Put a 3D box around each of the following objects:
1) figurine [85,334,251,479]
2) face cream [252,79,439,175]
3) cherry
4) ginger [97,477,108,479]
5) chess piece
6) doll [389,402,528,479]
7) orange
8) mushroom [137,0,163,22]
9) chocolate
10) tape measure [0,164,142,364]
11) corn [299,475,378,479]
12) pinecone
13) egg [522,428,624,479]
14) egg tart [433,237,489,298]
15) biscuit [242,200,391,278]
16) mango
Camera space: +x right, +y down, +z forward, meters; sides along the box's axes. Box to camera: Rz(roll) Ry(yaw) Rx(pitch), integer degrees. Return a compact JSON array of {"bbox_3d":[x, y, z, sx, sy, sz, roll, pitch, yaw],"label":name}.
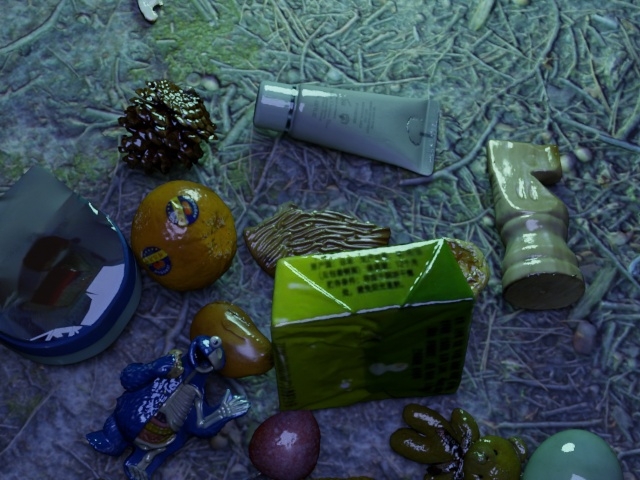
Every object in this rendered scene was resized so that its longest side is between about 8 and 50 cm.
[{"bbox_3d":[-0.229,0.243,1.834,0.262,0.121,0.164,-38,92,11],"label":"figurine"},{"bbox_3d":[0.045,-0.203,2.039,0.315,0.089,0.143,10,69,-5],"label":"face cream"},{"bbox_3d":[-0.076,0.353,1.839,0.107,0.090,0.225,31,92,-11],"label":"cherry"},{"bbox_3d":[-0.397,0.474,1.796,0.290,0.084,0.122,-34,96,-16],"label":"ginger"},{"bbox_3d":[0.340,-0.041,1.972,0.137,0.137,0.300,-4,59,-2],"label":"chess piece"},{"bbox_3d":[0.207,0.324,1.841,0.210,0.097,0.137,21,77,13],"label":"doll"},{"bbox_3d":[-0.217,-0.007,1.912,0.155,0.178,0.177,-23,65,36],"label":"orange"},{"bbox_3d":[-0.302,-0.431,2.148,0.049,0.019,0.101,-2,72,0],"label":"mushroom"},{"bbox_3d":[0.068,0.130,1.807,0.289,0.300,0.137,-8,58,-4],"label":"chocolate"},{"bbox_3d":[-0.415,0.058,1.907,0.262,0.138,0.259,29,74,10],"label":"tape measure"},{"bbox_3d":[-0.036,0.408,1.771,0.322,0.119,0.119,-6,69,-23],"label":"corn"},{"bbox_3d":[-0.258,-0.182,1.992,0.174,0.173,0.173,0,70,-1],"label":"pinecone"},{"bbox_3d":[0.372,0.374,1.792,0.149,0.149,0.192,13,70,4],"label":"egg"},{"bbox_3d":[0.208,0.058,1.957,0.131,0.052,0.130,0,68,-1],"label":"egg tart"},{"bbox_3d":[0.000,0.000,1.988,0.229,0.031,0.176,-22,73,-8],"label":"biscuit"},{"bbox_3d":[-0.142,0.154,1.878,0.105,0.084,0.159,-38,41,-19],"label":"mango"}]
